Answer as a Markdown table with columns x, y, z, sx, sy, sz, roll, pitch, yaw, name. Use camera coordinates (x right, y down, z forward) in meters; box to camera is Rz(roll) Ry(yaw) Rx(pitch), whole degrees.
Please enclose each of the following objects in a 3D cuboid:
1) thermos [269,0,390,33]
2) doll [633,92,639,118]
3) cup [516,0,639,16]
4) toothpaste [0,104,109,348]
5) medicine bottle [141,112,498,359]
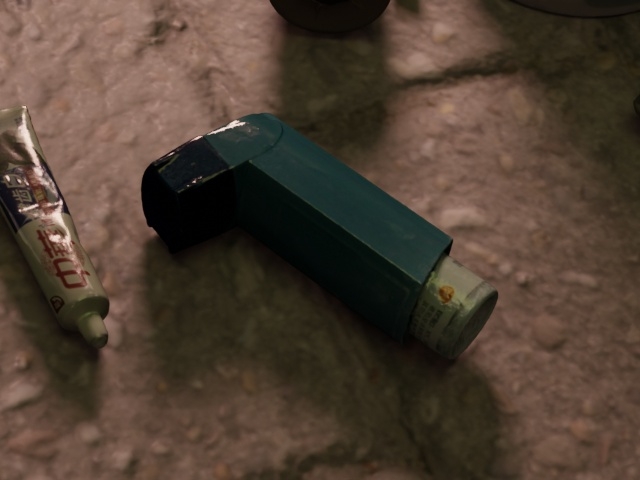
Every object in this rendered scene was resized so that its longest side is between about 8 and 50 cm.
| x | y | z | sx | sy | sz | roll | pitch | yaw | name |
| --- | --- | --- | --- | --- | --- | --- | --- | --- | --- |
| 0.023 | -0.268 | 1.435 | 0.137 | 0.105 | 0.193 | 24 | 43 | -23 | thermos |
| 0.348 | -0.146 | 1.394 | 0.214 | 0.071 | 0.103 | -35 | 64 | -24 | doll |
| 0.204 | -0.405 | 1.440 | 0.259 | 0.274 | 0.356 | -35 | 66 | -29 | cup |
| -0.204 | -0.012 | 1.245 | 0.060 | 0.038 | 0.233 | -17 | 55 | -21 | toothpaste |
| 0.000 | 0.000 | 1.237 | 0.258 | 0.079 | 0.124 | 33 | 53 | 15 | medicine bottle |
